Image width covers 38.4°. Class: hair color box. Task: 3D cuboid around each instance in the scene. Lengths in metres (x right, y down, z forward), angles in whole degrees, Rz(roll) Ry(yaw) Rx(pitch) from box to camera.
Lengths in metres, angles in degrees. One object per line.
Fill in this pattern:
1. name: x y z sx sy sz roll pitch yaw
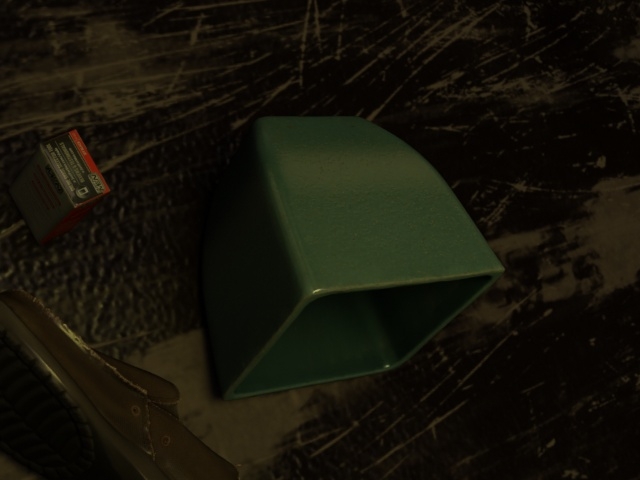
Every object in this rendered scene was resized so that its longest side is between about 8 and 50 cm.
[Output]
1. hair color box: -0.268 -0.051 0.934 0.043 0.141 0.072 -30 92 -34

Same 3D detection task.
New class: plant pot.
1. plant pot: 0.000 0.000 1.030 0.247 0.248 0.252 -6 60 -32

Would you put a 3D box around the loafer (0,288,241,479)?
1. loafer: -0.217 0.181 0.921 0.366 0.134 0.130 52 33 -19
